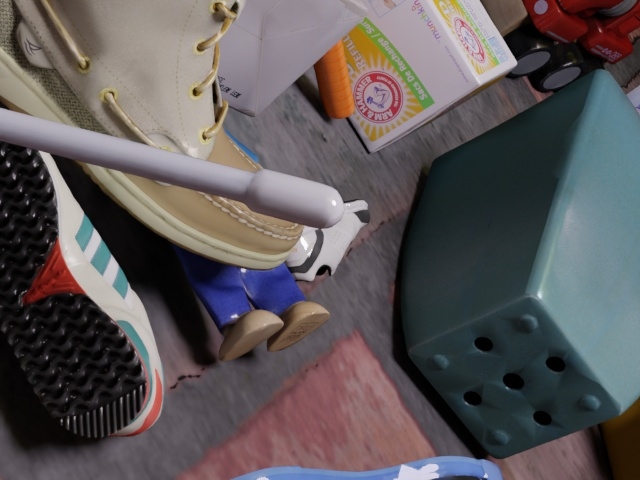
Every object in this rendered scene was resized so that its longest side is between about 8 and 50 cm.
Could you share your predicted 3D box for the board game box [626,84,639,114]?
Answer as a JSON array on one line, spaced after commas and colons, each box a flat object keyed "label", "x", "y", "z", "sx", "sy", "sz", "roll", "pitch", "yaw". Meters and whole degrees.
[{"label": "board game box", "x": 0.400, "y": 0.049, "z": 1.135, "sx": 0.319, "sy": 0.066, "sz": 0.318, "roll": 36, "pitch": 28, "yaw": -42}]

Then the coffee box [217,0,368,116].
[{"label": "coffee box", "x": -0.093, "y": -0.206, "z": 0.747, "sx": 0.141, "sy": 0.098, "sz": 0.246, "roll": 21, "pitch": 35, "yaw": -51}]

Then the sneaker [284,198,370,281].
[{"label": "sneaker", "x": 0.000, "y": 0.000, "z": 0.816, "sx": 0.109, "sy": 0.040, "sz": 0.043, "roll": -22, "pitch": 98, "yaw": -59}]

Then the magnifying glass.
[{"label": "magnifying glass", "x": -0.005, "y": -0.179, "z": 0.864, "sx": 0.092, "sy": 0.026, "sz": 0.231, "roll": -121, "pitch": -165, "yaw": -46}]

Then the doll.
[{"label": "doll", "x": -0.064, "y": -0.027, "z": 0.719, "sx": 0.129, "sy": 0.046, "sz": 0.189, "roll": -7, "pitch": 62, "yaw": -50}]

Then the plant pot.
[{"label": "plant pot", "x": 0.159, "y": 0.030, "z": 0.917, "sx": 0.165, "sy": 0.165, "sz": 0.234, "roll": 50, "pitch": 36, "yaw": -16}]

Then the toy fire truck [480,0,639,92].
[{"label": "toy fire truck", "x": 0.309, "y": -0.247, "z": 1.329, "sx": 0.217, "sy": 0.246, "sz": 0.158, "roll": 10, "pitch": 54, "yaw": -55}]

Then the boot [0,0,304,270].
[{"label": "boot", "x": -0.052, "y": -0.095, "z": 0.608, "sx": 0.213, "sy": 0.165, "sz": 0.077, "roll": 39, "pitch": 22, "yaw": -19}]

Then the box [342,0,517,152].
[{"label": "box", "x": 0.044, "y": -0.184, "z": 0.988, "sx": 0.203, "sy": 0.103, "sz": 0.114, "roll": 58, "pitch": 27, "yaw": -2}]

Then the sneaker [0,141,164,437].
[{"label": "sneaker", "x": -0.119, "y": 0.021, "z": 0.591, "sx": 0.161, "sy": 0.057, "sz": 0.075, "roll": 58, "pitch": 0, "yaw": 17}]

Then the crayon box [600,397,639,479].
[{"label": "crayon box", "x": 0.327, "y": 0.165, "z": 1.132, "sx": 0.323, "sy": 0.083, "sz": 0.203, "roll": 37, "pitch": 34, "yaw": -37}]

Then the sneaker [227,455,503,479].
[{"label": "sneaker", "x": 0.025, "y": 0.163, "z": 0.652, "sx": 0.232, "sy": 0.081, "sz": 0.090, "roll": 7, "pitch": 59, "yaw": -48}]

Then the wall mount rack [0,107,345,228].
[{"label": "wall mount rack", "x": -0.144, "y": -0.025, "z": 0.392, "sx": 0.304, "sy": 0.130, "sz": 0.350, "roll": 48, "pitch": 32, "yaw": -25}]
